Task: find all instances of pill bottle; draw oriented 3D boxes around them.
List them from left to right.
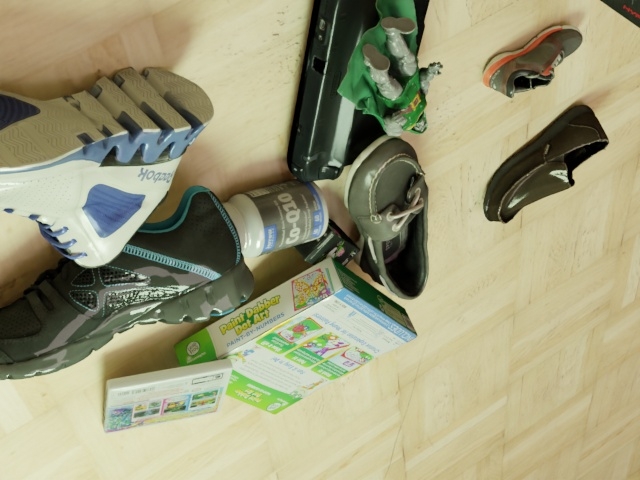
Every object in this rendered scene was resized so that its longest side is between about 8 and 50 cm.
[{"bbox_3d":[-0.066,-0.023,1.398,0.137,0.078,0.078,-17,141,-33],"label":"pill bottle"}]

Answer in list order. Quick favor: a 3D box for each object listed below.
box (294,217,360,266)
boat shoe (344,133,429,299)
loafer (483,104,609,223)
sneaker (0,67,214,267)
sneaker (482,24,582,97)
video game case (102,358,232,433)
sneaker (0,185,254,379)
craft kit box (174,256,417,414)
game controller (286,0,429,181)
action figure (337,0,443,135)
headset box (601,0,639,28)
[{"bbox_3d":[0.000,0.000,1.508,0.052,0.062,0.083,-46,147,7],"label":"box"},{"bbox_3d":[0.101,-0.023,1.506,0.112,0.095,0.335,-41,159,-14],"label":"boat shoe"},{"bbox_3d":[0.327,-0.100,1.715,0.220,0.078,0.080,-45,148,6],"label":"loafer"},{"bbox_3d":[-0.252,-0.048,1.128,0.315,0.127,0.182,-14,137,-39],"label":"sneaker"},{"bbox_3d":[0.286,-0.223,1.539,0.158,0.065,0.061,-29,146,-18],"label":"sneaker"},{"bbox_3d":[-0.198,0.200,1.518,0.157,0.019,0.143,-9,152,-18],"label":"video game case"},{"bbox_3d":[-0.249,0.046,1.283,0.340,0.125,0.140,-20,107,-15],"label":"sneaker"},{"bbox_3d":[-0.027,0.136,1.590,0.246,0.061,0.250,-32,150,13],"label":"craft kit box"},{"bbox_3d":[0.047,-0.204,1.333,0.166,0.067,0.319,-35,151,-38],"label":"game controller"},{"bbox_3d":[0.088,-0.170,1.301,0.137,0.063,0.232,-55,160,-6],"label":"action figure"},{"bbox_3d":[0.345,-0.389,1.259,0.110,0.218,0.293,-34,148,-17],"label":"headset box"}]
